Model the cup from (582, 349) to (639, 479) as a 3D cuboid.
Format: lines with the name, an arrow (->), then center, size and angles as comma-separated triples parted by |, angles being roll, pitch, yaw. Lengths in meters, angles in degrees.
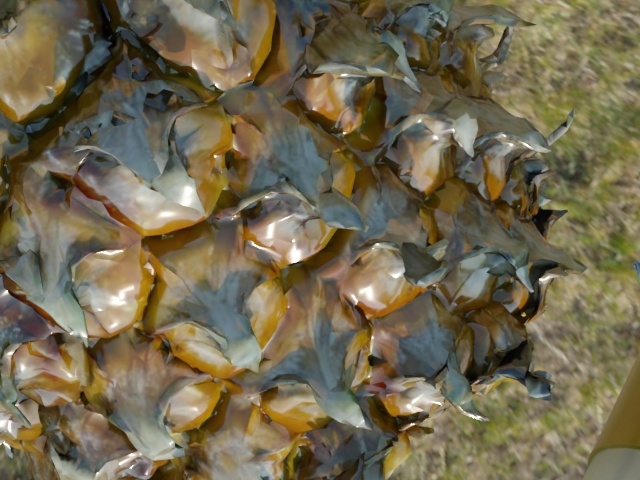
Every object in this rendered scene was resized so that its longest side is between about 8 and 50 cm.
cup -> 0.319, 0.168, 0.986 | 0.241, 0.185, 0.226 | 43, 64, -7

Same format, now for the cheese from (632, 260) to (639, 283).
cheese -> 0.391, 0.108, 1.318 | 0.052, 0.245, 0.135 | -29, 118, -7

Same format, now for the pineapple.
pineapple -> -0.066, -0.047, 0.614 | 0.352, 0.352, 0.300 | -28, 121, 1
